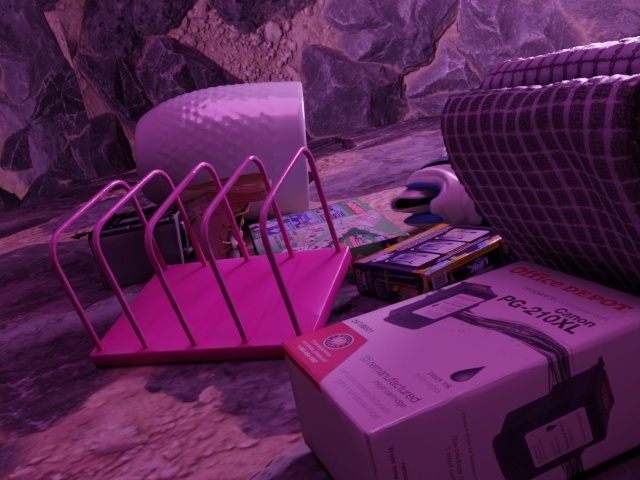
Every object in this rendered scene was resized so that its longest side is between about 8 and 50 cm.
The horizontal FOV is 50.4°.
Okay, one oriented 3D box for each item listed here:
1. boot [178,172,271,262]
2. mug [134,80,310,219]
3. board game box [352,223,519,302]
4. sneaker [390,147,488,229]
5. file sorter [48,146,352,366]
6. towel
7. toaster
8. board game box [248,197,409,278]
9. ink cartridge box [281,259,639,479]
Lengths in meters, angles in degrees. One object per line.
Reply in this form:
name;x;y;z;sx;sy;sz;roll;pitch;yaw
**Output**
boot;-0.133;-0.010;1.017;0.077;0.165;0.213;-17;8;-42
mug;-0.194;-0.156;1.427;0.328;0.276;0.374;-4;-23;-2
board game box;0.151;0.029;0.878;0.170;0.048;0.141;-22;16;-32
sneaker;0.214;-0.107;1.168;0.237;0.130;0.323;-11;20;-13
file sorter;-0.141;0.014;0.827;0.291;0.182;0.202;-6;29;21
towel;0.240;-0.016;0.557;0.121;0.283;0.235;-38;18;-12
toaster;-0.323;0.002;1.233;0.186;0.110;0.168;-12;13;0
board game box;0.000;0.000;1.109;0.214;0.046;0.317;-13;15;-7
ink cartridge box;0.114;0.106;0.512;0.237;0.100;0.172;-17;16;-17
